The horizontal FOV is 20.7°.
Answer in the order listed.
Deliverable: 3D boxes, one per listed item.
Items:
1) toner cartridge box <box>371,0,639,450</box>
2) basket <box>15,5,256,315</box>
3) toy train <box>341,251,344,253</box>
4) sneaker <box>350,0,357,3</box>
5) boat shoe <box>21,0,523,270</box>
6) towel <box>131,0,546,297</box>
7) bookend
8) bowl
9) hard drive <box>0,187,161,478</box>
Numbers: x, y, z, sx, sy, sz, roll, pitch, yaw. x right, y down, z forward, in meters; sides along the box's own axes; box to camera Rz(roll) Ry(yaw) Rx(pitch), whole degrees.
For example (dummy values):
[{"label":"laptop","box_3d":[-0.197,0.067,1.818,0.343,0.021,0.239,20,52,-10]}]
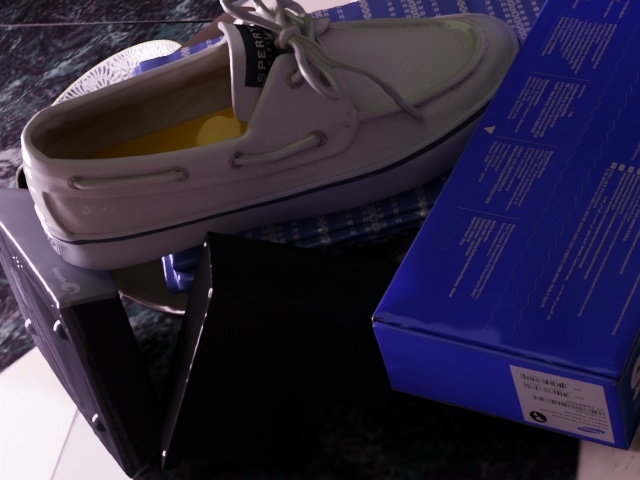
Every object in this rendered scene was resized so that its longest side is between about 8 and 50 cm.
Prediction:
[{"label":"toner cartridge box","box_3d":[0.181,-0.036,1.156,0.165,0.075,0.348,14,54,25]},{"label":"basket","box_3d":[-0.101,-0.075,1.447,0.204,0.154,0.227,23,58,32]},{"label":"toy train","box_3d":[0.000,0.000,1.369,0.036,0.027,0.158,-39,31,14]},{"label":"sneaker","box_3d":[0.089,-0.224,1.549,0.134,0.051,0.070,-23,29,11]},{"label":"boat shoe","box_3d":[-0.035,-0.108,1.214,0.367,0.156,0.136,-17,49,-2]},{"label":"towel","box_3d":[0.032,-0.088,1.313,0.336,0.040,0.243,-15,50,0]},{"label":"bookend","box_3d":[-0.019,0.087,1.210,0.157,0.156,0.072,9,33,-12]},{"label":"bowl","box_3d":[-0.172,-0.098,1.602,0.170,0.080,0.170,-23,34,17]},{"label":"hard drive","box_3d":[-0.191,0.058,1.343,0.054,0.172,0.254,-25,28,-15]}]
